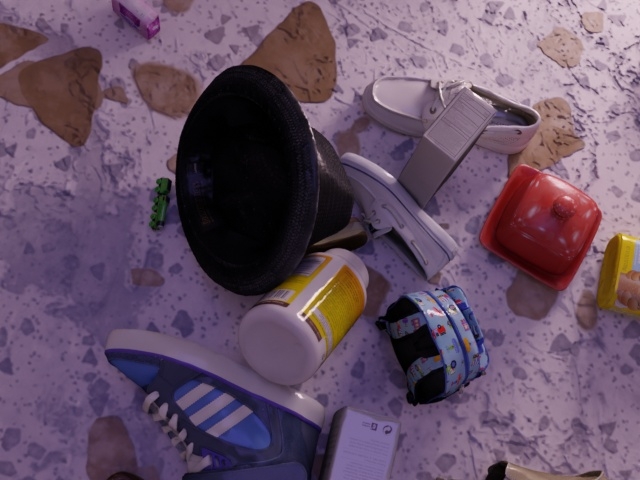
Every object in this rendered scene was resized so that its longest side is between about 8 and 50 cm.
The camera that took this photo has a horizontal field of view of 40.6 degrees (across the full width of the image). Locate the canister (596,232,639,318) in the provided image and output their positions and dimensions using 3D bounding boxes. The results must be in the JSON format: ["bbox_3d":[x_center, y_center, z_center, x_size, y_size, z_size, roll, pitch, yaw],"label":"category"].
[{"bbox_3d":[0.515,0.068,1.306,0.170,0.073,0.126,16,72,-1],"label":"canister"}]

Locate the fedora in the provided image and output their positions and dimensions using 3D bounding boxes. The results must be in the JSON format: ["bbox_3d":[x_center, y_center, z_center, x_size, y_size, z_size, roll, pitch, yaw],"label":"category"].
[{"bbox_3d":[-0.064,-0.081,1.193,0.152,0.334,0.334,0,71,-39],"label":"fedora"}]

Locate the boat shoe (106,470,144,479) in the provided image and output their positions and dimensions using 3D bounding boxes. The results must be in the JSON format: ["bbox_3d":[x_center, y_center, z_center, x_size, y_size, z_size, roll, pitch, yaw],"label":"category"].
[{"bbox_3d":[-0.220,0.375,1.125,0.064,0.060,0.178,-35,81,-15],"label":"boat shoe"}]

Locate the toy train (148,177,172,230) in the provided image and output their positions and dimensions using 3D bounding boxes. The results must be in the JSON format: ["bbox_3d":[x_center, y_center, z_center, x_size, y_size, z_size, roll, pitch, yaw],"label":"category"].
[{"bbox_3d":[-0.234,-0.054,1.271,0.023,0.017,0.083,-2,71,22],"label":"toy train"}]

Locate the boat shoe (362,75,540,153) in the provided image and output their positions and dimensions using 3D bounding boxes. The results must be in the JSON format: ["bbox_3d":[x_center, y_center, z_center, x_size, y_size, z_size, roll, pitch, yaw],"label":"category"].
[{"bbox_3d":[0.206,-0.211,1.336,0.277,0.096,0.098,11,73,-4],"label":"boat shoe"}]

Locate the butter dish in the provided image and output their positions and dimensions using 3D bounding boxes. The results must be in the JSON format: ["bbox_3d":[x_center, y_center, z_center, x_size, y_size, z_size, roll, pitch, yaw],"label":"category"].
[{"bbox_3d":[0.345,-0.034,1.290,0.160,0.118,0.160,31,72,2],"label":"butter dish"}]

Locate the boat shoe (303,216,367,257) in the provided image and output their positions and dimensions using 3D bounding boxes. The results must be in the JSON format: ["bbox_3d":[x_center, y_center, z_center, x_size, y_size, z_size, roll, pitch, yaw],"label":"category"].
[{"bbox_3d":[0.000,0.000,1.274,0.135,0.050,0.045,-13,54,-2],"label":"boat shoe"}]

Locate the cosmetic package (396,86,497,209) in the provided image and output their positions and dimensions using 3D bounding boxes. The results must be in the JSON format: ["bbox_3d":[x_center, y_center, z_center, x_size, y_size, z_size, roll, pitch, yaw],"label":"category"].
[{"bbox_3d":[0.166,-0.118,1.228,0.060,0.239,0.099,41,73,6],"label":"cosmetic package"}]

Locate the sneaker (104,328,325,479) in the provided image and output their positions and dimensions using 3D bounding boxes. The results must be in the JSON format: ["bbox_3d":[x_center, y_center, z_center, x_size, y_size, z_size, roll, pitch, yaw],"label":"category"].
[{"bbox_3d":[-0.167,0.273,1.125,0.322,0.130,0.236,23,68,-6],"label":"sneaker"}]

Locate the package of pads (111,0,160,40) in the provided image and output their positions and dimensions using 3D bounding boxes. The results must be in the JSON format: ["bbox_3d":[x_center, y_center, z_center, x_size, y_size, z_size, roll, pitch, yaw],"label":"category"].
[{"bbox_3d":[-0.287,-0.354,1.339,0.083,0.050,0.032,41,73,6],"label":"package of pads"}]

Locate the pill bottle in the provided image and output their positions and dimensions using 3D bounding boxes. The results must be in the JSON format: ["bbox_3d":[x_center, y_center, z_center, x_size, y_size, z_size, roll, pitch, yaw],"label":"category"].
[{"bbox_3d":[-0.013,0.093,1.167,0.117,0.117,0.215,39,37,5],"label":"pill bottle"}]

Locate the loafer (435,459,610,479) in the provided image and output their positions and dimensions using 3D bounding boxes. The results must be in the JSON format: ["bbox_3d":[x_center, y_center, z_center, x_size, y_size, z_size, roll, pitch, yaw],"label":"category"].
[{"bbox_3d":[0.273,0.343,1.177,0.268,0.102,0.092,-9,81,-9],"label":"loafer"}]

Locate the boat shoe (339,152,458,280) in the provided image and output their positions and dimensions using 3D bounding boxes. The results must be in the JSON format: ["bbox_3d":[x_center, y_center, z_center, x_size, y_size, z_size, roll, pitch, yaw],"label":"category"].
[{"bbox_3d":[0.100,-0.034,1.276,0.226,0.083,0.076,40,72,5],"label":"boat shoe"}]

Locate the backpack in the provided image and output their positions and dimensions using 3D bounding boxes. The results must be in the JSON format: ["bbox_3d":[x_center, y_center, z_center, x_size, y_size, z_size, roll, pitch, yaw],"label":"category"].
[{"bbox_3d":[0.162,0.136,1.187,0.117,0.173,0.158,-19,76,-12],"label":"backpack"}]

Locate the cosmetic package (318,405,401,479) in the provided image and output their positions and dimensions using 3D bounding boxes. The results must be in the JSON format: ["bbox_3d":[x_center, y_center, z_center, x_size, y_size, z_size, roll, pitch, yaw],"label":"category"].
[{"bbox_3d":[0.035,0.345,1.139,0.085,0.117,0.231,16,71,-2],"label":"cosmetic package"}]
